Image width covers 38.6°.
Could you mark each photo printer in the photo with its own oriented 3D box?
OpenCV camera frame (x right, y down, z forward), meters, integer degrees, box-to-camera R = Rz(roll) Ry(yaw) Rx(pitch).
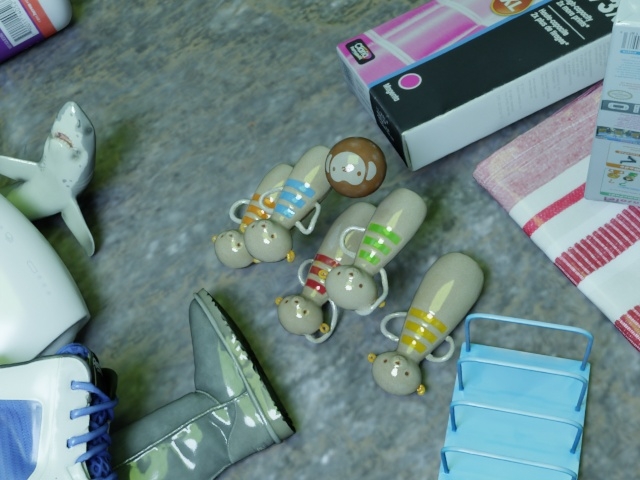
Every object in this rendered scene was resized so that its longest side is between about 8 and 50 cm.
[{"bbox_3d":[-0.401,0.083,0.884,0.307,0.107,0.256,-44,88,-13],"label":"photo printer"}]

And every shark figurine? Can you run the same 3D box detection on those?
[{"bbox_3d":[-0.321,-0.071,1.013,0.278,0.166,0.116,-6,32,29],"label":"shark figurine"}]

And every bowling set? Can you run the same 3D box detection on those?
[{"bbox_3d":[0.000,0.000,0.850,0.287,0.200,0.154,27,72,26],"label":"bowling set"}]

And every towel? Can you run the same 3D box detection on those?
[{"bbox_3d":[0.342,-0.023,0.886,0.237,0.037,0.329,-35,63,-8],"label":"towel"}]

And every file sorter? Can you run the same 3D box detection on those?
[{"bbox_3d":[0.165,0.161,0.783,0.118,0.104,0.170,8,65,15],"label":"file sorter"}]

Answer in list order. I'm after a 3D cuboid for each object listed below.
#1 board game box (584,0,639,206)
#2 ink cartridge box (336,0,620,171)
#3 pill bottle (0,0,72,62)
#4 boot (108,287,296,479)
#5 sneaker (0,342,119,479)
[{"bbox_3d":[0.344,-0.113,0.738,0.224,0.303,0.097,12,71,15],"label":"board game box"},{"bbox_3d":[0.218,-0.219,0.977,0.371,0.069,0.175,-25,47,-6],"label":"ink cartridge box"},{"bbox_3d":[-0.471,-0.264,1.073,0.323,0.181,0.181,-30,62,-6],"label":"pill bottle"},{"bbox_3d":[-0.151,0.167,0.862,0.209,0.076,0.189,-32,61,1],"label":"boot"},{"bbox_3d":[-0.212,0.190,0.754,0.316,0.127,0.182,33,80,14],"label":"sneaker"}]
